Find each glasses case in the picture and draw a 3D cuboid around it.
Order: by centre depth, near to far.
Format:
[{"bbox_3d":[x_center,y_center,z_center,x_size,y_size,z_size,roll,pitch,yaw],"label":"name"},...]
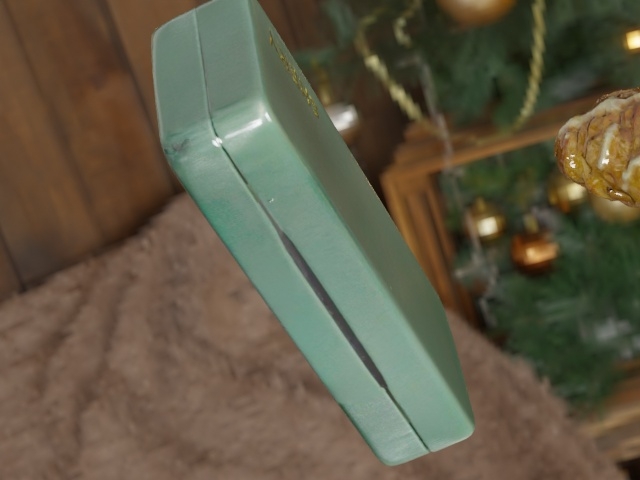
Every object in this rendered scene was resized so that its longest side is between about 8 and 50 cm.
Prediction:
[{"bbox_3d":[0.000,0.000,0.667,0.039,0.184,0.078,-24,41,12],"label":"glasses case"}]

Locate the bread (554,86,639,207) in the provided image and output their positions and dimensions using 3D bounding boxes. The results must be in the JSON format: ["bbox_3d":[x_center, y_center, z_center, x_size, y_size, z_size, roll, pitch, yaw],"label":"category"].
[{"bbox_3d":[0.212,-0.023,0.746,0.233,0.076,0.105,16,30,0],"label":"bread"}]
